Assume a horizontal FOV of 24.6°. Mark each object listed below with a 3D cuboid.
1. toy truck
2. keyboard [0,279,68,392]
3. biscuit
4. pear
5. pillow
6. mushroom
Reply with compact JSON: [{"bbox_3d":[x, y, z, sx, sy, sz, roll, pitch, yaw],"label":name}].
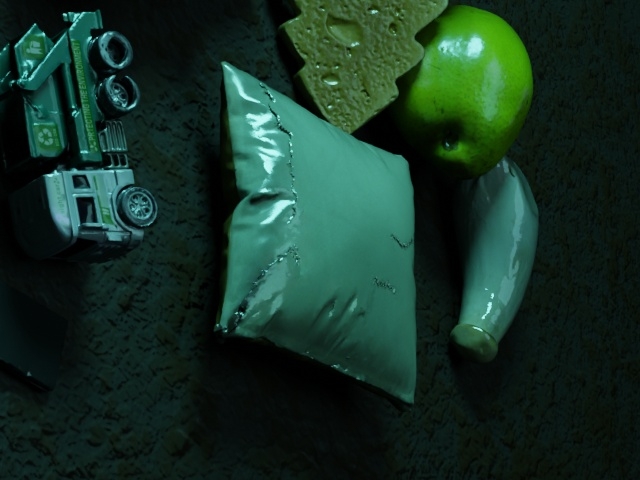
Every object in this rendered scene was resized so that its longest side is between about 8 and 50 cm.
[{"bbox_3d":[-0.229,-0.088,1.283,0.116,0.110,0.216,-3,78,-41],"label":"toy truck"},{"bbox_3d":[-0.288,0.056,1.213,0.196,0.015,0.074,37,44,-39],"label":"keyboard"},{"bbox_3d":[0.037,-0.234,1.686,0.212,0.041,0.238,9,90,-18],"label":"biscuit"},{"bbox_3d":[0.165,-0.177,1.778,0.187,0.187,0.219,40,50,-37],"label":"pear"},{"bbox_3d":[0.000,0.000,1.532,0.310,0.119,0.312,24,57,-42],"label":"pillow"},{"bbox_3d":[0.216,0.029,1.831,0.118,0.103,0.270,26,61,-46],"label":"mushroom"}]
